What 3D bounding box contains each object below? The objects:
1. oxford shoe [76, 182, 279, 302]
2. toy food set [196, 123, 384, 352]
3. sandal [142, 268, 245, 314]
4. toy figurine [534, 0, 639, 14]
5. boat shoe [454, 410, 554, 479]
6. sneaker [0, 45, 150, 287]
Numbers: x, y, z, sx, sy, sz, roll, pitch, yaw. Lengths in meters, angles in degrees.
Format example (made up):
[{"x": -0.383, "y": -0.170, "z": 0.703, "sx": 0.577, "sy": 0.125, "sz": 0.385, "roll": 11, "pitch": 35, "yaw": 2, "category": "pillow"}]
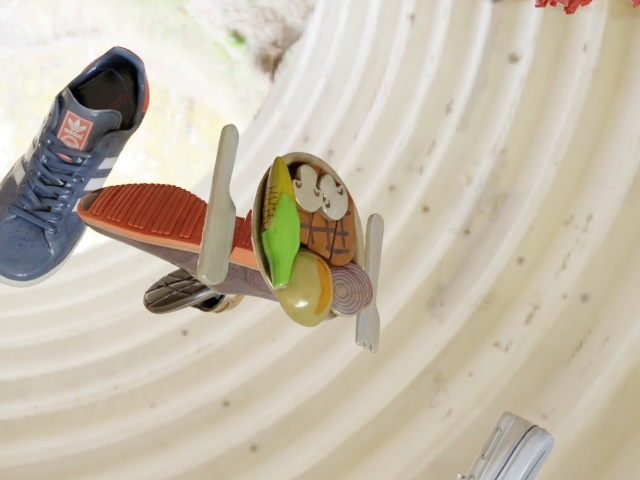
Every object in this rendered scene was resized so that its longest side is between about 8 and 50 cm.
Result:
[{"x": -0.140, "y": 0.011, "z": 1.080, "sx": 0.272, "sy": 0.098, "sz": 0.097, "roll": 16, "pitch": -139, "yaw": 10, "category": "oxford shoe"}, {"x": 0.000, "y": 0.000, "z": 0.700, "sx": 0.039, "sy": 0.132, "sz": 0.192, "roll": -11, "pitch": 154, "yaw": 38, "category": "toy food set"}, {"x": -0.123, "y": 0.059, "z": 1.297, "sx": 0.219, "sy": 0.060, "sz": 0.090, "roll": -20, "pitch": -155, "yaw": -15, "category": "sandal"}, {"x": 0.288, "y": -0.359, "z": 0.762, "sx": 0.191, "sy": 0.362, "sz": 0.217, "roll": 3, "pitch": -170, "yaw": -29, "category": "toy figurine"}, {"x": 0.196, "y": 0.314, "z": 1.203, "sx": 0.076, "sy": 0.226, "sz": 0.083, "roll": 34, "pitch": 176, "yaw": 34, "category": "boat shoe"}, {"x": -0.327, "y": -0.108, "z": 1.268, "sx": 0.131, "sy": 0.350, "sz": 0.148, "roll": 26, "pitch": 157, "yaw": -8, "category": "sneaker"}]
